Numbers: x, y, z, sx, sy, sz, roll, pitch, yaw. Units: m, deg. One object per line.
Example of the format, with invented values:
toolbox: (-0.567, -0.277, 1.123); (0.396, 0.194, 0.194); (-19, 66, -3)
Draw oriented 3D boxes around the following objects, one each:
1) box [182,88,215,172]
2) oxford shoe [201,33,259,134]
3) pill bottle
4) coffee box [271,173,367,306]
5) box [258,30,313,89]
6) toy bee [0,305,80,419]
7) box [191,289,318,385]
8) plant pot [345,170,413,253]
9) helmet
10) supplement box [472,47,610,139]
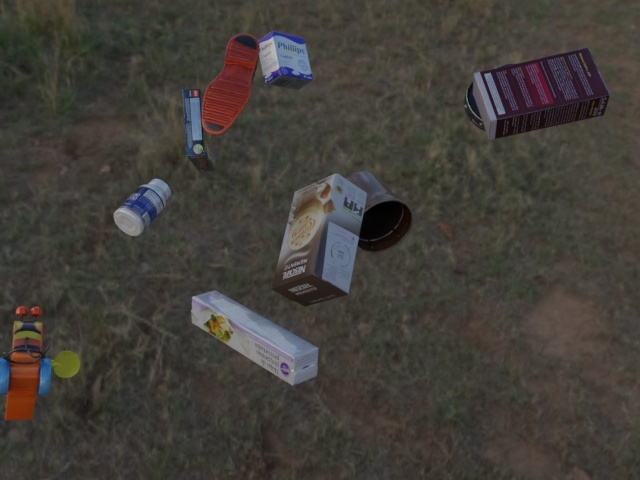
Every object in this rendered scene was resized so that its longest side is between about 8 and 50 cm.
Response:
box: (-0.299, -0.266, 1.973); (0.044, 0.159, 0.233); (-5, -4, -2)
oxford shoe: (-0.198, -0.339, 1.816); (0.097, 0.098, 0.271); (18, 65, 3)
pill bottle: (-0.352, -0.070, 1.588); (0.067, 0.067, 0.120); (20, 47, 16)
coffee box: (0.000, 0.000, 1.679); (0.098, 0.141, 0.246); (31, 55, -31)
box: (-0.100, -0.508, 2.255); (0.126, 0.072, 0.137); (0, 73, -45)
toy bee: (-0.551, 0.217, 1.520); (0.195, 0.298, 0.162); (21, 45, -38)
box: (-0.137, 0.185, 1.563); (0.067, 0.063, 0.324); (-17, 29, -42)
plant pot: (0.126, -0.083, 2.024); (0.167, 0.166, 0.165); (-9, 41, -20)
helmet: (0.442, -0.343, 1.964); (0.169, 0.162, 0.169); (23, 53, -34)
supplement box: (0.442, -0.296, 1.611); (0.240, 0.073, 0.130); (-12, 61, 2)
